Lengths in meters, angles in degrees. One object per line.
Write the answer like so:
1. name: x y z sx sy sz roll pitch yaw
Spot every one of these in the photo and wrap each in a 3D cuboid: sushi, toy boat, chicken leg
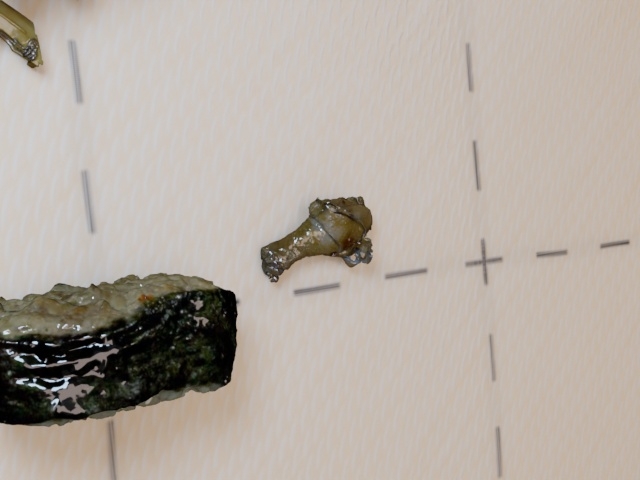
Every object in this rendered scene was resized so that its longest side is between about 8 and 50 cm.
1. sushi: -0.270 0.134 1.122 0.350 0.211 0.171 -7 91 -35
2. toy boat: -0.443 -0.281 1.089 0.200 0.057 0.077 33 80 -28
3. chicken leg: 0.000 -0.008 1.346 0.196 0.080 0.125 -10 109 -29
